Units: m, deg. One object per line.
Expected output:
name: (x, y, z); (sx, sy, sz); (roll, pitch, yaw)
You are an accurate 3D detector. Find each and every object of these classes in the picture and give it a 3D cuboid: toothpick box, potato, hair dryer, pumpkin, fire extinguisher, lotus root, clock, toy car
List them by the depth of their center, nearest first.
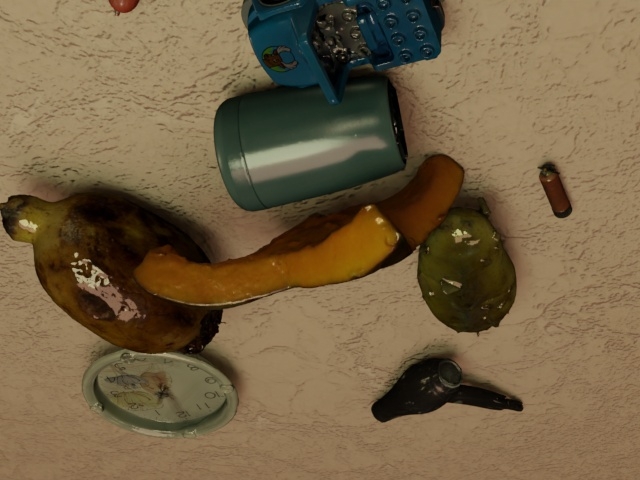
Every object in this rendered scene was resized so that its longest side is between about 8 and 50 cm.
toy car: (0.021, -0.189, 0.804); (0.191, 0.100, 0.097); (-10, 139, 21)
toothpick box: (-0.005, -0.102, 0.894); (0.184, 0.120, 0.120); (-10, 137, 12)
pumpkin: (-0.007, 0.001, 0.939); (0.290, 0.258, 0.095); (-15, 97, 26)
fire extinguisher: (0.264, -0.058, 0.986); (0.028, 0.022, 0.083); (20, 154, 43)
lotus root: (-0.230, 0.035, 1.032); (0.314, 0.169, 0.141); (34, 117, -29)
potato: (0.173, 0.037, 1.048); (0.118, 0.090, 0.225); (-11, 142, 7)
hair dryer: (0.205, 0.241, 1.315); (0.219, 0.075, 0.195); (14, 148, -21)
clock: (-0.238, 0.220, 1.329); (0.237, 0.053, 0.236); (1, 138, 1)

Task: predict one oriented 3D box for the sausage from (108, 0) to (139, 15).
sausage: (-0.152, -0.293, 0.755); (0.034, 0.034, 0.253); (15, 137, -11)
